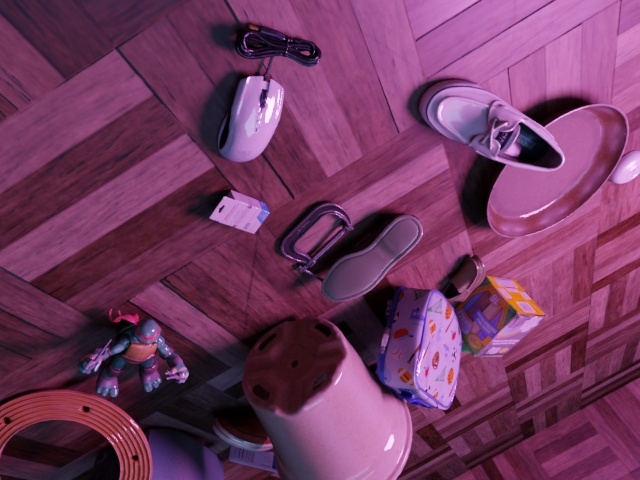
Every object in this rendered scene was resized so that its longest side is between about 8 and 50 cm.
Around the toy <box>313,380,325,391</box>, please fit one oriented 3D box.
[{"bbox_3d":[0.059,0.441,1.147,0.137,0.237,0.056,-7,122,-22],"label":"toy"}]

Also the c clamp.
[{"bbox_3d":[0.000,0.000,0.839,0.137,0.022,0.160,24,119,-35],"label":"c clamp"}]

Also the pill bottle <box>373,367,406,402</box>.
[{"bbox_3d":[0.168,0.444,1.288,0.118,0.117,0.208,3,130,-30],"label":"pill bottle"}]

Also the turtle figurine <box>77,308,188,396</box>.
[{"bbox_3d":[-0.316,0.202,0.804,0.175,0.118,0.234,16,139,-20],"label":"turtle figurine"}]

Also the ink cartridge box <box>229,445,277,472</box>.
[{"bbox_3d":[-0.090,0.574,1.234,0.223,0.045,0.224,0,164,24],"label":"ink cartridge box"}]

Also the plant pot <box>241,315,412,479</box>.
[{"bbox_3d":[-0.004,0.340,0.978,0.334,0.333,0.305,-26,127,-1],"label":"plant pot"}]

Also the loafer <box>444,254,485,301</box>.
[{"bbox_3d":[0.335,0.095,1.075,0.050,0.056,0.148,-12,136,-26],"label":"loafer"}]

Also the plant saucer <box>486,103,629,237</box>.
[{"bbox_3d":[0.456,-0.136,0.914,0.311,0.050,0.310,-14,137,-14],"label":"plant saucer"}]

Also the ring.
[{"bbox_3d":[-0.498,0.435,0.889,0.337,0.032,0.336,-2,103,-7],"label":"ring"}]

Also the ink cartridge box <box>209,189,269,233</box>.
[{"bbox_3d":[-0.128,-0.047,0.717,0.083,0.028,0.048,20,120,-40],"label":"ink cartridge box"}]

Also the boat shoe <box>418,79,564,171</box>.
[{"bbox_3d":[0.279,-0.177,0.726,0.258,0.084,0.095,12,121,-18],"label":"boat shoe"}]

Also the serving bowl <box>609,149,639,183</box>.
[{"bbox_3d":[0.690,-0.158,1.027,0.083,0.027,0.083,-14,137,-14],"label":"serving bowl"}]

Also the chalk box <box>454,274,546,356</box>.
[{"bbox_3d":[0.434,0.212,1.187,0.132,0.132,0.213,10,127,-35],"label":"chalk box"}]

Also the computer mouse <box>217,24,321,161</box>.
[{"bbox_3d":[-0.079,-0.176,0.605,0.106,0.042,0.193,4,130,-31],"label":"computer mouse"}]

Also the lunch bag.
[{"bbox_3d":[0.229,0.253,1.044,0.115,0.243,0.303,2,153,35],"label":"lunch bag"}]

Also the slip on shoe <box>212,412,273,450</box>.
[{"bbox_3d":[-0.121,0.473,1.191,0.331,0.123,0.101,16,91,-32],"label":"slip on shoe"}]

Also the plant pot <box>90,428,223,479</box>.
[{"bbox_3d":[-0.391,0.588,1.062,0.247,0.248,0.252,-27,119,0],"label":"plant pot"}]

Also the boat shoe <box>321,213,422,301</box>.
[{"bbox_3d":[0.099,0.034,0.877,0.228,0.081,0.069,-39,-179,15],"label":"boat shoe"}]
